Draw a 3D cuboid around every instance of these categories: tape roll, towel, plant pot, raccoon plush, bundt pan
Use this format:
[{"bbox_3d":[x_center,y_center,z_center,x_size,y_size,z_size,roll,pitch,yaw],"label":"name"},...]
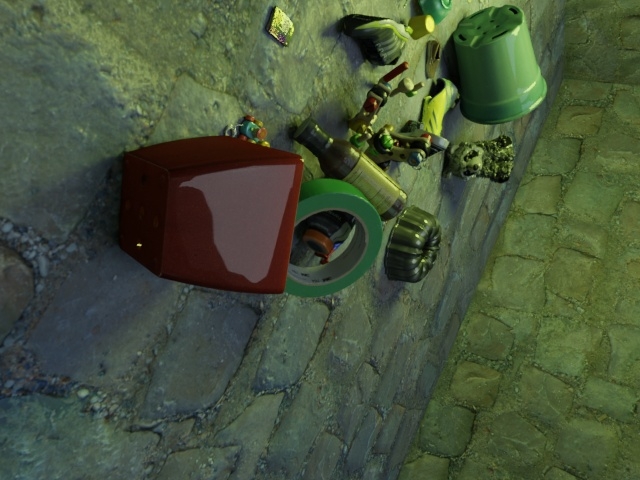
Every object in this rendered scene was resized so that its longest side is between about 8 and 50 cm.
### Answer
[{"bbox_3d":[0.000,0.000,1.269,0.321,0.077,0.321,-10,126,-14],"label":"tape roll"},{"bbox_3d":[-0.089,-0.480,1.110,0.083,0.009,0.060,16,91,-59],"label":"towel"},{"bbox_3d":[0.675,-0.688,1.913,0.341,0.341,0.334,-57,138,-22],"label":"plant pot"},{"bbox_3d":[-0.221,-0.052,0.916,0.236,0.267,0.267,-5,110,-43],"label":"plant pot"},{"bbox_3d":[0.690,-0.363,2.289,0.446,0.299,0.216,-71,160,-86],"label":"raccoon plush"},{"bbox_3d":[0.393,0.029,2.016,0.331,0.124,0.331,-34,133,-45],"label":"bundt pan"}]

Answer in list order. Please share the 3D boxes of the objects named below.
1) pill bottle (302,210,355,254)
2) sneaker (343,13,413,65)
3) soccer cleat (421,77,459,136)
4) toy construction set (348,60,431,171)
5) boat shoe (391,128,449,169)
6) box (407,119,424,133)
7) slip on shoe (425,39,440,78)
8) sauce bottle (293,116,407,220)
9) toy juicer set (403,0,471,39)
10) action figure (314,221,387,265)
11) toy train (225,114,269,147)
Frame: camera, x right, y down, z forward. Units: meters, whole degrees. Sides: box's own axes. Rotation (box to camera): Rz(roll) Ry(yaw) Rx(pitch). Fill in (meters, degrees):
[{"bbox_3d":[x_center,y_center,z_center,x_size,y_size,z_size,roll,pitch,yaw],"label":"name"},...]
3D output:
[{"bbox_3d":[0.045,-0.080,1.411,0.245,0.130,0.130,-58,146,-21],"label":"pill bottle"},{"bbox_3d":[0.162,-0.551,1.373,0.300,0.111,0.121,-16,123,-51],"label":"sneaker"},{"bbox_3d":[0.412,-0.470,1.844,0.121,0.093,0.289,30,83,-27],"label":"soccer cleat"},{"bbox_3d":[0.171,-0.341,1.461,0.257,0.237,0.309,22,68,-29],"label":"toy construction set"},{"bbox_3d":[0.300,-0.289,1.587,0.113,0.306,0.105,22,93,-23],"label":"boat shoe"},{"bbox_3d":[0.330,-0.353,1.754,0.094,0.027,0.137,-115,-151,-69],"label":"box"},{"bbox_3d":[0.405,-0.642,1.759,0.051,0.041,0.135,-39,136,-41],"label":"slip on shoe"},{"bbox_3d":[0.079,-0.188,1.300,0.344,0.111,0.111,39,69,-21],"label":"sauce bottle"},{"bbox_3d":[0.355,-0.798,1.576,0.329,0.089,0.209,-45,122,-31],"label":"toy juicer set"},{"bbox_3d":[0.112,-0.039,1.539,0.280,0.139,0.091,-61,148,-21],"label":"action figure"},{"bbox_3d":[-0.154,-0.196,1.122,0.125,0.046,0.166,-46,141,-35],"label":"toy train"}]
